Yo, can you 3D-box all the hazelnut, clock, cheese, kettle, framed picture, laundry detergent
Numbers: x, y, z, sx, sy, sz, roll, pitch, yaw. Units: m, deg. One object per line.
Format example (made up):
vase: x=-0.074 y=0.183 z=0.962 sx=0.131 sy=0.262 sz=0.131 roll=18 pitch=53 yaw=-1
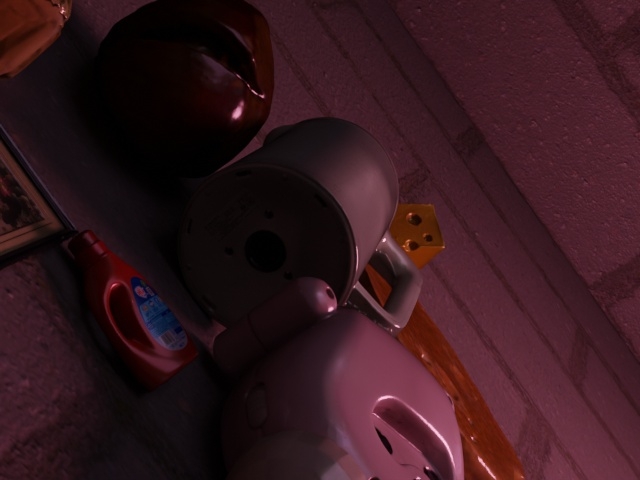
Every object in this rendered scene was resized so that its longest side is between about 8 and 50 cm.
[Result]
hazelnut: x=-0.161 y=-0.196 z=1.478 sx=0.217 sy=0.217 sz=0.252 roll=46 pitch=43 yaw=-27
clock: x=0.035 y=0.244 z=1.261 sx=0.342 sy=0.184 sz=0.326 roll=37 pitch=29 yaw=-31
cheese: x=0.083 y=-0.008 z=1.947 sx=0.171 sy=0.126 sz=0.093 roll=18 pitch=43 yaw=-32
kettle: x=0.001 y=-0.015 z=1.486 sx=0.265 sy=0.205 sz=0.318 roll=18 pitch=17 yaw=7
framed picture: x=-0.321 y=-0.065 z=1.143 sx=0.199 sy=0.010 sz=0.195 roll=55 pitch=18 yaw=-1
laundry detergent: x=-0.189 y=0.064 z=1.195 sx=0.165 sy=0.049 sz=0.097 roll=53 pitch=22 yaw=1

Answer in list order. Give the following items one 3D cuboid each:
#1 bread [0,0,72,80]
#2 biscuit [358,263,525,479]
bread: x=-0.359 y=-0.262 z=1.190 sx=0.241 sy=0.136 sz=0.107 roll=34 pitch=26 yaw=-47
biscuit: x=0.150 y=0.194 z=1.748 sx=0.385 sy=0.062 sz=0.365 roll=59 pitch=12 yaw=16
